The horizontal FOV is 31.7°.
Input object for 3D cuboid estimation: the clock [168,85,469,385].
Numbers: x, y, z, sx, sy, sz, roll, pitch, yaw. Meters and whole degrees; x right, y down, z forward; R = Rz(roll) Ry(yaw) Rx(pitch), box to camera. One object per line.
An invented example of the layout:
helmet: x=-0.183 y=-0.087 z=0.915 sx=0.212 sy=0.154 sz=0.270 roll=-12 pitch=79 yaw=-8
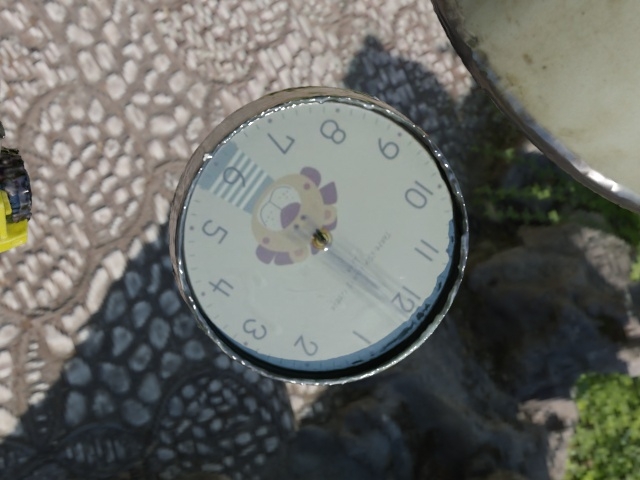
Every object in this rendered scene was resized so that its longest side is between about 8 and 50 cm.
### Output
clock: x=-0.001 y=-0.001 z=1.151 sx=0.313 sy=0.312 sz=0.061 roll=58 pitch=-2 yaw=-14

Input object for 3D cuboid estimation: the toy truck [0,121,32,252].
toy truck: x=-0.309 y=-0.102 z=0.875 sx=0.136 sy=0.111 sz=0.286 roll=-12 pitch=59 yaw=-25

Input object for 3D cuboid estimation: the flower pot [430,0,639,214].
flower pot: x=0.270 y=-0.211 z=0.679 sx=0.293 sy=0.330 sz=0.294 roll=21 pitch=49 yaw=-26
